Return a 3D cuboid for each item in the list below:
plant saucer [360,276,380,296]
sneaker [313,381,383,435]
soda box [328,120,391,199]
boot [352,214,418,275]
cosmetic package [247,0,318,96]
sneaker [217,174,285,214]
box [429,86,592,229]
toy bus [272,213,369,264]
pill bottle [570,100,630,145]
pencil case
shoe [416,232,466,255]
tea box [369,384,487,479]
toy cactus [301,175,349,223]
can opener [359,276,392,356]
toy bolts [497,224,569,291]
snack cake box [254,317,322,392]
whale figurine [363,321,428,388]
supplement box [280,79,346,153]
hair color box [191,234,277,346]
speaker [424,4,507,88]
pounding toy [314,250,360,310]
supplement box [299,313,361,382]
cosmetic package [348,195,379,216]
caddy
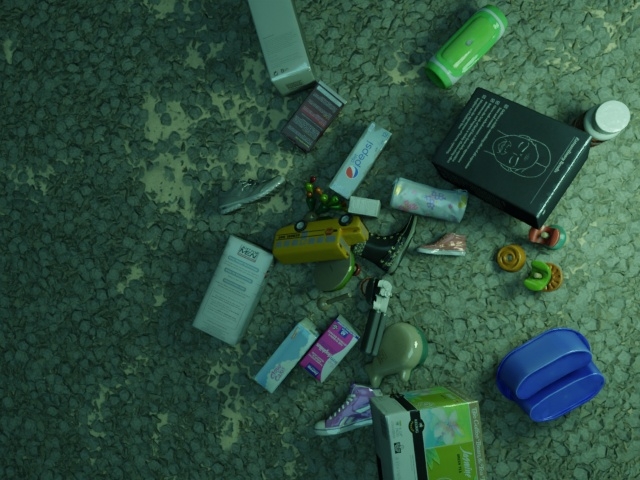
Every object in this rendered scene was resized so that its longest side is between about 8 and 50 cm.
[{"bbox_3d":[0.189,0.177,1.903,0.084,0.013,0.083,0,91,8],"label":"plant saucer"},{"bbox_3d":[0.097,0.611,1.881,0.282,0.102,0.161,-16,84,-2],"label":"sneaker"},{"bbox_3d":[0.145,-0.286,1.867,0.091,0.098,0.286,34,95,6],"label":"soda box"},{"bbox_3d":[0.237,-0.011,1.861,0.179,0.085,0.236,26,94,10],"label":"boot"},{"bbox_3d":[-0.141,-0.747,1.855,0.156,0.217,0.384,-15,90,8],"label":"cosmetic package"},{"bbox_3d":[-0.270,-0.194,1.926,0.281,0.105,0.115,-22,87,9],"label":"sneaker"},{"bbox_3d":[0.621,-0.269,1.685,0.395,0.212,0.293,35,95,26],"label":"box"},{"bbox_3d":[0.000,0.000,1.832,0.333,0.108,0.130,-7,56,25],"label":"toy bus"},{"bbox_3d":[0.919,-0.383,1.687,0.121,0.221,0.121,0,90,9],"label":"pill bottle"},{"bbox_3d":[0.384,-0.145,1.817,0.273,0.124,0.113,12,49,10],"label":"pencil case"},{"bbox_3d":[0.437,0.011,1.844,0.178,0.063,0.081,3,89,3],"label":"shoe"},{"bbox_3d":[0.362,0.699,1.737,0.324,0.220,0.328,-7,89,-10],"label":"tea box"},{"bbox_3d":[-0.003,-0.116,1.897,0.219,0.112,0.180,45,119,-11],"label":"toy cactus"},{"bbox_3d":[0.196,0.274,1.841,0.093,0.074,0.280,-4,68,49],"label":"can opener"},{"bbox_3d":[0.764,0.047,1.782,0.218,0.159,0.228,33,109,47],"label":"toy bolts"},{"bbox_3d":[-0.114,0.418,1.879,0.089,0.152,0.264,39,96,6],"label":"snack cake box"},{"bbox_3d":[0.275,0.419,1.839,0.272,0.141,0.216,-52,43,23],"label":"whale figurine"},{"bbox_3d":[-0.026,-0.455,1.894,0.130,0.073,0.239,38,95,-8],"label":"supplement box"},{"bbox_3d":[-0.318,0.184,1.931,0.185,0.113,0.374,24,94,8],"label":"hair color box"},{"bbox_3d":[0.511,-0.678,1.799,0.296,0.131,0.131,-45,84,6],"label":"speaker"},{"bbox_3d":[0.077,0.144,1.866,0.183,0.110,0.236,-26,46,36],"label":"pounding toy"},{"bbox_3d":[0.039,0.394,1.877,0.111,0.114,0.220,39,97,6],"label":"supplement box"},{"bbox_3d":[0.158,-0.112,1.794,0.099,0.239,0.060,12,92,9],"label":"cosmetic package"},{"bbox_3d":[0.773,0.447,1.737,0.341,0.179,0.241,-32,109,7],"label":"caddy"}]
